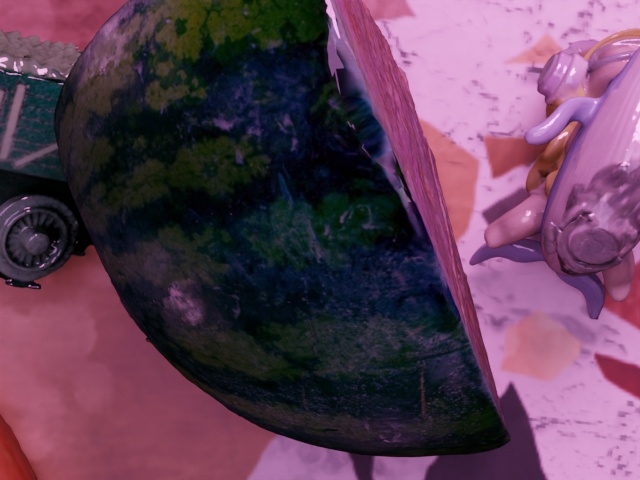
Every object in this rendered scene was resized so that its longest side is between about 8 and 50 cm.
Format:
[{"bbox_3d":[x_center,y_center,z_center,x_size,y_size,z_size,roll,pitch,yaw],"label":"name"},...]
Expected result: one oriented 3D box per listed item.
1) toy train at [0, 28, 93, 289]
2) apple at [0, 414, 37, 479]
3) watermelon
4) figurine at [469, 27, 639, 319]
[{"bbox_3d":[-0.239,-0.059,1.051,0.269,0.115,0.154,10,107,-25],"label":"toy train"},{"bbox_3d":[-0.316,0.234,1.050,0.252,0.314,0.309,-38,78,42],"label":"apple"},{"bbox_3d":[-0.030,0.004,1.007,0.222,0.319,0.292,-14,82,9],"label":"watermelon"},{"bbox_3d":[0.180,-0.047,1.074,0.128,0.184,0.208,25,125,-4],"label":"figurine"}]
